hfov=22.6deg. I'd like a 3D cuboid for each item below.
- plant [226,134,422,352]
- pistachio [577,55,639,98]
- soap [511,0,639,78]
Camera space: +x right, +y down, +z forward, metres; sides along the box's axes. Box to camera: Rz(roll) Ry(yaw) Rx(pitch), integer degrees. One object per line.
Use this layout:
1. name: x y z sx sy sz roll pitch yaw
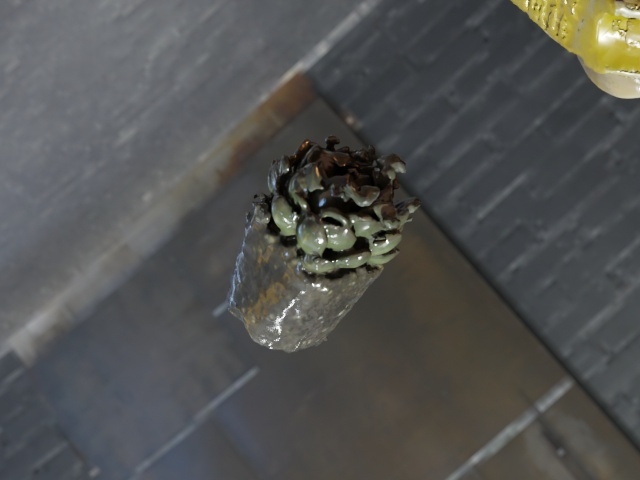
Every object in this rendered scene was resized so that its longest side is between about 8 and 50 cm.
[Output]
1. plant: 0.000 0.000 0.987 0.094 0.092 0.143 -8 140 -39
2. pistachio: 0.281 -0.222 1.393 0.126 0.223 0.152 27 146 -30
3. soap: 0.259 -0.186 1.148 0.080 0.257 0.160 95 4 -47
